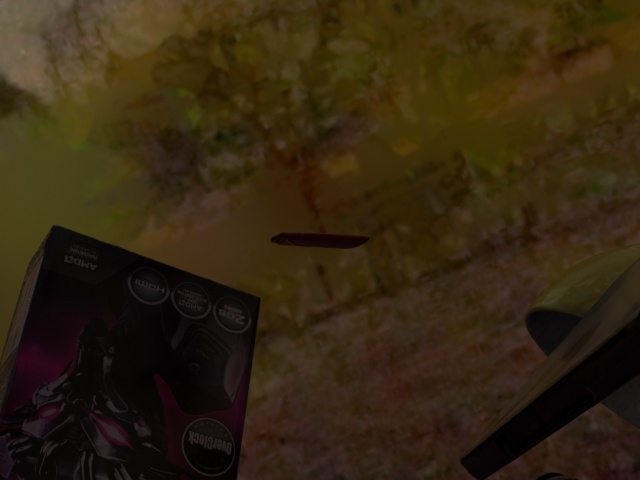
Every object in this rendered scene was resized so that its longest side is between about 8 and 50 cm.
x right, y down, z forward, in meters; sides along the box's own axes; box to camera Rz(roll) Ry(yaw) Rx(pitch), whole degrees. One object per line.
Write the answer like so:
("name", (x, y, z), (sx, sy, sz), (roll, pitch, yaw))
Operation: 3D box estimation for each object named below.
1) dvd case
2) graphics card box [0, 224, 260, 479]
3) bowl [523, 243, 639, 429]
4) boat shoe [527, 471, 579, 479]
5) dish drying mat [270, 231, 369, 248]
("dvd case", (0.165, 0.031, 0.512), (0.180, 0.022, 0.253), (-42, -12, -23))
("graphics card box", (-0.192, 0.189, 0.917), (0.094, 0.232, 0.371), (-44, 32, 47))
("bowl", (0.349, 0.085, 0.900), (0.156, 0.289, 0.289), (-54, 14, -11))
("boat shoe", (0.285, 0.381, 0.982), (0.110, 0.307, 0.104), (-11, -8, -25))
("dish drying mat", (0.000, 0.000, 0.871), (0.083, 0.008, 0.032), (4, -16, -30))
